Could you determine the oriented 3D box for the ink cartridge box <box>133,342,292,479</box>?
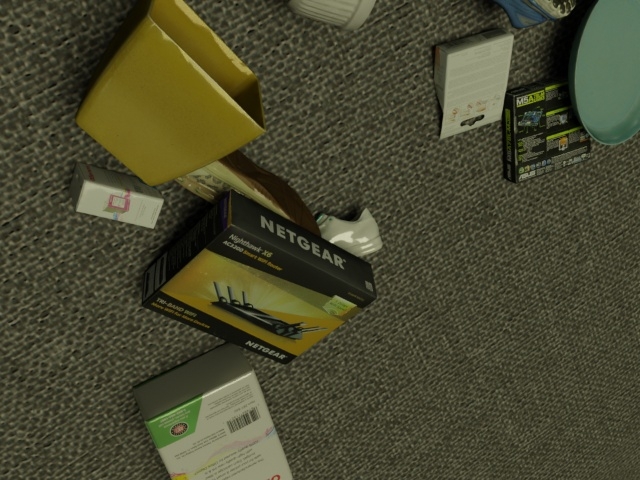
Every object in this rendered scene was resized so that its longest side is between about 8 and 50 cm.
[{"bbox_3d":[-0.191,0.356,1.379,0.201,0.117,0.278,-24,120,-15],"label":"ink cartridge box"}]

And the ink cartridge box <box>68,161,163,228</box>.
[{"bbox_3d":[-0.312,-0.069,1.149,0.122,0.088,0.052,15,107,-30],"label":"ink cartridge box"}]

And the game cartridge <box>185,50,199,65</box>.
[{"bbox_3d":[-0.188,-0.268,1.169,0.083,0.017,0.056,-16,121,-20],"label":"game cartridge"}]

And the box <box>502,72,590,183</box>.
[{"bbox_3d":[0.447,-0.224,1.491,0.191,0.045,0.184,-19,116,-18],"label":"box"}]

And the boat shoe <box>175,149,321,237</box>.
[{"bbox_3d":[-0.115,-0.067,1.252,0.089,0.104,0.285,-40,118,22],"label":"boat shoe"}]

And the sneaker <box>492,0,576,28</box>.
[{"bbox_3d":[0.267,-0.477,1.235,0.330,0.147,0.130,50,58,-13],"label":"sneaker"}]

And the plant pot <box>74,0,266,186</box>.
[{"bbox_3d":[-0.220,-0.205,1.067,0.187,0.212,0.212,-39,119,16],"label":"plant pot"}]

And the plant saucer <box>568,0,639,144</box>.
[{"bbox_3d":[0.575,-0.345,1.469,0.317,0.044,0.317,-13,111,-35],"label":"plant saucer"}]

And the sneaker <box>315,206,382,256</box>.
[{"bbox_3d":[0.000,0.000,1.356,0.212,0.080,0.094,-18,95,-12],"label":"sneaker"}]

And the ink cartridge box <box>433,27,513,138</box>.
[{"bbox_3d":[0.276,-0.288,1.390,0.145,0.045,0.179,-20,137,-19],"label":"ink cartridge box"}]

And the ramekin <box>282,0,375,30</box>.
[{"bbox_3d":[0.014,-0.417,1.097,0.109,0.207,0.207,5,109,-19],"label":"ramekin"}]

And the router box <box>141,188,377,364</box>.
[{"bbox_3d":[-0.099,0.074,1.260,0.309,0.081,0.243,28,127,-32],"label":"router box"}]
